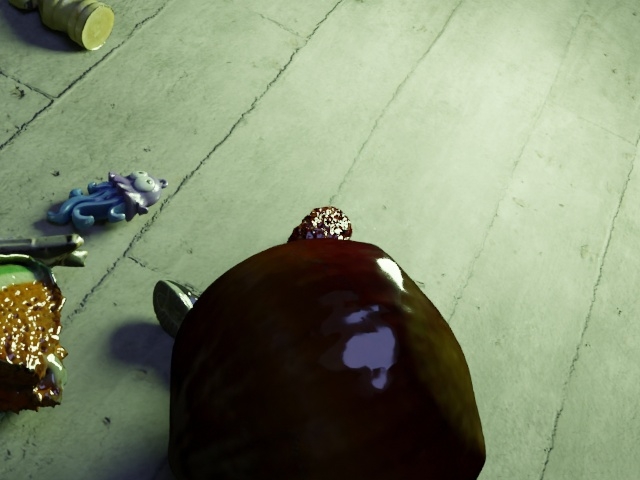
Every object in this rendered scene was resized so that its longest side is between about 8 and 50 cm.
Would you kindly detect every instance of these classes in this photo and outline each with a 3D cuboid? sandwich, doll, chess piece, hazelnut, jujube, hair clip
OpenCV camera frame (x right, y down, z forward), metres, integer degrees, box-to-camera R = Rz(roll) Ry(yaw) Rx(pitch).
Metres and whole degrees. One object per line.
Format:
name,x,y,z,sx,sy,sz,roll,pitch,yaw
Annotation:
sandwich,-0.427,0.128,1.486,0.212,0.109,0.292,34,24,-19
doll,-0.335,-0.064,1.796,0.205,0.067,0.110,-22,49,-27
chess piece,-0.488,-0.434,2.105,0.200,0.090,0.090,29,40,21
hazelnut,0.009,0.197,1.454,0.402,0.402,0.429,-5,61,-30
jujube,0.000,-0.004,1.868,0.104,0.104,0.166,23,36,-2
hair clip,-0.484,0.019,1.632,0.292,0.085,0.106,4,50,-15

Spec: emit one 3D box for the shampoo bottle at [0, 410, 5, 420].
shampoo bottle,-0.508,0.182,1.466,0.212,0.049,0.072,36,31,14

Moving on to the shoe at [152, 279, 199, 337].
shoe,-0.170,0.110,1.690,0.169,0.071,0.099,40,40,11
